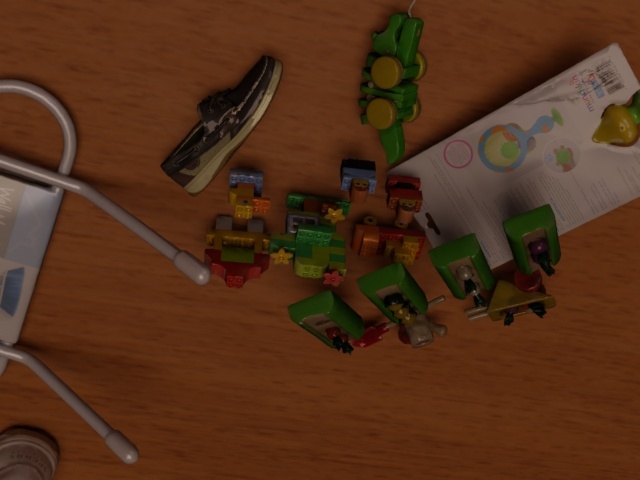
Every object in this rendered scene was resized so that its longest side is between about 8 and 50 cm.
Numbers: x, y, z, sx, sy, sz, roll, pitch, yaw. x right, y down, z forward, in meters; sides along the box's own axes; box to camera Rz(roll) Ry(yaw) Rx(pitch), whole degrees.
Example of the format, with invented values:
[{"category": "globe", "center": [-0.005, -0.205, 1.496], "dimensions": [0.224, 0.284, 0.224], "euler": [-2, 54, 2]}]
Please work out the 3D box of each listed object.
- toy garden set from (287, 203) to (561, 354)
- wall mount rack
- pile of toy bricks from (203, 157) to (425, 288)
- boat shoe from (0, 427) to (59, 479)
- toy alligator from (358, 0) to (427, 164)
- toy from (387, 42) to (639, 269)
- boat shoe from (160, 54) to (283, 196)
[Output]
[{"category": "toy garden set", "center": [0.118, 0.066, 0.785], "dimensions": [0.244, 0.049, 0.204], "euler": [-22, 156, 11]}, {"category": "wall mount rack", "center": [-0.277, 0.047, 0.751], "dimensions": [0.304, 0.130, 0.350], "euler": [19, 111, -13]}, {"category": "pile of toy bricks", "center": [0.000, 0.000, 0.754], "dimensions": [0.212, 0.105, 0.118], "euler": [5, 135, -6]}, {"category": "boat shoe", "center": [-0.372, 0.334, 0.886], "dimensions": [0.098, 0.096, 0.277], "euler": [22, 111, -16]}, {"category": "toy alligator", "center": [0.063, -0.164, 0.737], "dimensions": [0.051, 0.056, 0.190], "euler": [20, 117, 30]}, {"category": "toy", "center": [0.201, -0.070, 0.778], "dimensions": [0.237, 0.056, 0.137], "euler": [-28, 101, 26]}, {"category": "boat shoe", "center": [-0.091, -0.108, 0.741], "dimensions": [0.049, 0.056, 0.152], "euler": [31, 108, -23]}]
